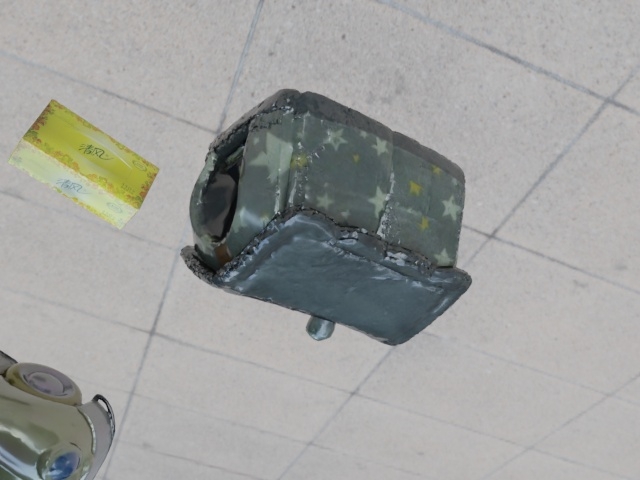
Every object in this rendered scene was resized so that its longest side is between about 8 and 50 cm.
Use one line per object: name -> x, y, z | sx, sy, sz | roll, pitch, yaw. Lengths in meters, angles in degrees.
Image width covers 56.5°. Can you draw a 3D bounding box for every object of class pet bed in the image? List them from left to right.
pet bed -> 0.000, 0.000, 0.510 | 0.210, 0.159, 0.183 | 20, 159, -33

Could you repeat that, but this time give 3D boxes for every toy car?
toy car -> -0.414, 0.202, 0.573 | 0.336, 0.226, 0.242 | 31, 92, 9

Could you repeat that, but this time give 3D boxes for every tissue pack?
tissue pack -> -0.329, -0.107, 0.843 | 0.176, 0.095, 0.062 | 36, 132, -24
